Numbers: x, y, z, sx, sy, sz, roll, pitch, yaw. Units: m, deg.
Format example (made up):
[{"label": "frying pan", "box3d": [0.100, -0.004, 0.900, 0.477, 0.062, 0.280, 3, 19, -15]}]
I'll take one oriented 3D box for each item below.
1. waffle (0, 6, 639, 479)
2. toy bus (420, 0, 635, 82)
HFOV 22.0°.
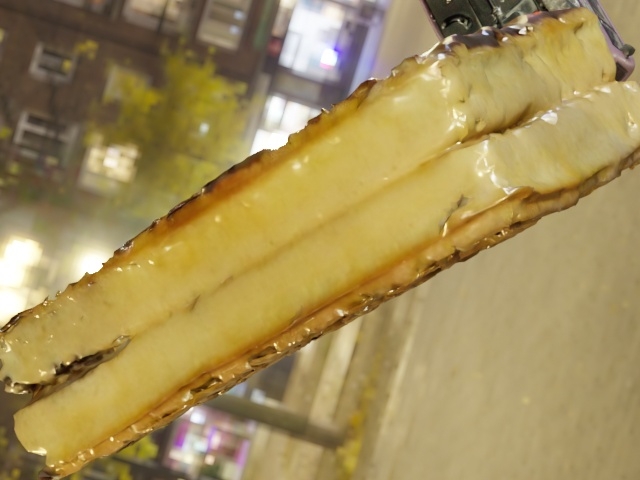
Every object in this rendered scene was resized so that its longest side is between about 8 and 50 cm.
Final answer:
[{"label": "waffle", "box3d": [0.001, 0.001, 0.807, 0.308, 0.091, 0.213, -32, -3, 31]}, {"label": "toy bus", "box3d": [0.125, -0.158, 1.083, 0.096, 0.108, 0.199, -40, 51, 24]}]
